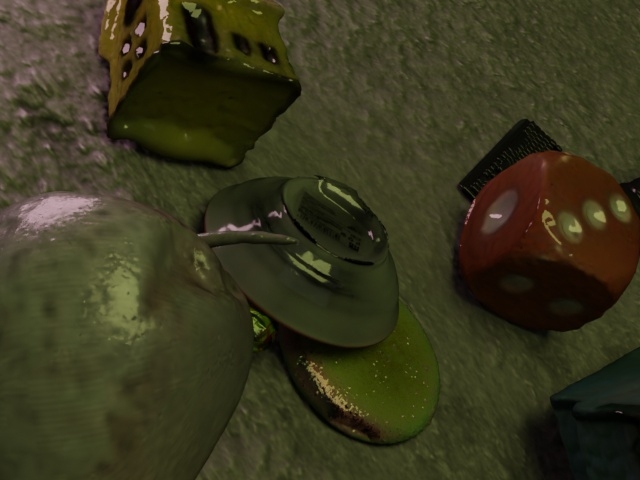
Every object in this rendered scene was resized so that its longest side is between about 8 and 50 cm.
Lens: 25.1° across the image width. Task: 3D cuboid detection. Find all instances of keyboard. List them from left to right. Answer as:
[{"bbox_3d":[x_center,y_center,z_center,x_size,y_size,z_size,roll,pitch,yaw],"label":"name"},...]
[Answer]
[{"bbox_3d":[0.276,-0.098,2.036,0.094,0.025,0.230,44,42,1],"label":"keyboard"}]

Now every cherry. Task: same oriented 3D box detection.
[{"bbox_3d":[-0.208,0.119,1.257,0.291,0.326,0.335,17,40,0],"label":"cherry"}]

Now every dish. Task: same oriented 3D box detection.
[{"bbox_3d":[0.000,0.000,1.651,0.260,0.085,0.260,26,31,-17],"label":"dish"}]

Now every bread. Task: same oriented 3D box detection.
[{"bbox_3d":[0.051,0.130,1.676,0.228,0.033,0.228,21,49,-25],"label":"bread"}]

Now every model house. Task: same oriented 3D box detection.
[{"bbox_3d":[-0.155,-0.229,1.705,0.193,0.174,0.234,13,42,-31],"label":"model house"},{"bbox_3d":[0.487,0.310,1.749,0.360,0.297,0.339,-20,104,-46],"label":"model house"}]

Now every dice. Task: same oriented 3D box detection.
[{"bbox_3d":[0.295,0.007,1.852,0.179,0.175,0.174,32,51,-22],"label":"dice"}]

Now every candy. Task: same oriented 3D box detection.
[{"bbox_3d":[-0.136,0.064,1.571,0.194,0.062,0.058,29,68,-5],"label":"candy"}]

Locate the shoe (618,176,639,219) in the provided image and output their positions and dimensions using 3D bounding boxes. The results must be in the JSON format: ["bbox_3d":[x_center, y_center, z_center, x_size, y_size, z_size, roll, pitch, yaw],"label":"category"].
[{"bbox_3d":[0.527,-0.073,2.135,0.291,0.137,0.114,-26,76,-45],"label":"shoe"}]
